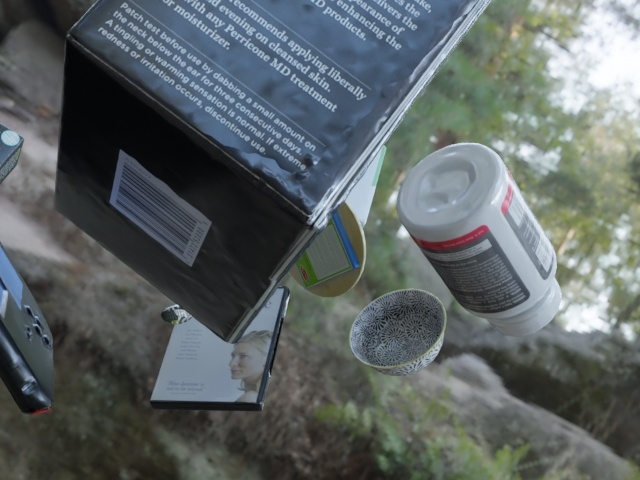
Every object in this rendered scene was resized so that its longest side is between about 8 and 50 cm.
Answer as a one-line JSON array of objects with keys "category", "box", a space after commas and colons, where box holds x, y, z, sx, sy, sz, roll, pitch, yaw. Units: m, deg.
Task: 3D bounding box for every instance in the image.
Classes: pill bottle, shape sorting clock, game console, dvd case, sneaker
[{"category": "pill bottle", "box": [0.261, 0.011, 1.848, 0.176, 0.176, 0.318, 15, -27, 43]}, {"category": "shape sorting clock", "box": [0.000, 0.000, 2.103, 0.206, 0.206, 0.040, 20, 24, 32]}, {"category": "game console", "box": [-0.401, -0.012, 1.308, 0.386, 0.060, 0.342, 62, -11, -15]}, {"category": "dvd case", "box": [-0.157, 0.168, 1.903, 0.180, 0.253, 0.022, -1, -47, 13]}, {"category": "sneaker", "box": [-0.207, 0.106, 1.835, 0.035, 0.083, 0.031, -138, -141, -65]}]

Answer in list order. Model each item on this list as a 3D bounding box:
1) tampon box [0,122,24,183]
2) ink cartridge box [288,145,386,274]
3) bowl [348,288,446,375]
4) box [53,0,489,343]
[{"category": "tampon box", "box": [-0.656, -0.148, 2.229, 0.120, 0.161, 0.101, 33, -37, -3]}, {"category": "ink cartridge box", "box": [0.022, -0.064, 2.500, 0.122, 0.211, 0.289, 20, -32, -5]}, {"category": "bowl", "box": [0.139, 0.170, 1.984, 0.170, 0.170, 0.080, 17, -34, 40]}, {"category": "box", "box": [-0.037, -0.195, 1.331, 0.297, 0.471, 0.480, 38, -23, 0]}]
